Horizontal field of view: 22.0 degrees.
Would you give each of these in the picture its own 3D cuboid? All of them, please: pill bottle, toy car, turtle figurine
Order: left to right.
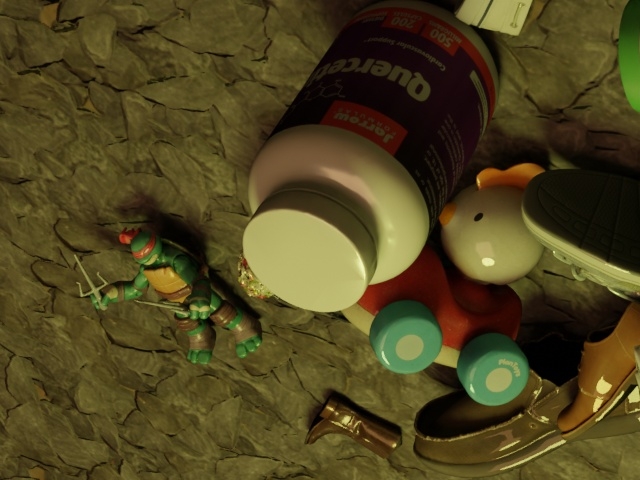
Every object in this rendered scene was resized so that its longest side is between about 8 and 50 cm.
[{"bbox_3d":[-0.181,0.062,2.024,0.175,0.118,0.234,5,149,45],"label":"turtle figurine"},{"bbox_3d":[0.046,-0.083,1.607,0.181,0.323,0.181,15,135,16],"label":"pill bottle"},{"bbox_3d":[0.150,0.009,1.753,0.210,0.219,0.238,21,107,-23],"label":"toy car"}]

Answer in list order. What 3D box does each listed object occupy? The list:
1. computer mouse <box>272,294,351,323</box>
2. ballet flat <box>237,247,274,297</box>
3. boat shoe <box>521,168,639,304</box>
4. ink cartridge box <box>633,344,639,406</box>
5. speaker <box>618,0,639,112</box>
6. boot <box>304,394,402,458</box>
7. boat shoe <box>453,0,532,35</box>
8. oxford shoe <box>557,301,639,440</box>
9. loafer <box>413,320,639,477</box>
[{"bbox_3d":[0.000,0.000,1.896,0.188,0.072,0.272,15,135,18],"label":"computer mouse"},{"bbox_3d":[-0.026,-0.013,1.788,0.241,0.077,0.091,-38,69,34],"label":"ballet flat"},{"bbox_3d":[0.348,0.026,1.693,0.320,0.118,0.103,20,144,-4],"label":"boat shoe"},{"bbox_3d":[0.458,0.179,1.573,0.270,0.198,0.197,-17,155,5],"label":"ink cartridge box"},{"bbox_3d":[0.422,-0.174,1.457,0.296,0.131,0.131,-1,129,30],"label":"speaker"},{"bbox_3d":[0.044,0.258,2.142,0.114,0.037,0.106,28,140,-3],"label":"boot"},{"bbox_3d":[0.197,-0.277,1.535,0.075,0.083,0.226,20,149,-5],"label":"boat shoe"},{"bbox_3d":[0.298,0.134,1.718,0.076,0.076,0.212,43,136,11],"label":"oxford shoe"},{"bbox_3d":[0.251,0.162,1.878,0.366,0.134,0.130,-22,111,30],"label":"loafer"}]
